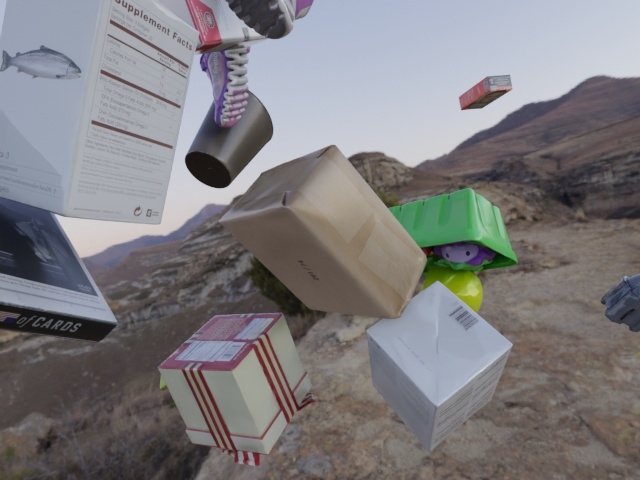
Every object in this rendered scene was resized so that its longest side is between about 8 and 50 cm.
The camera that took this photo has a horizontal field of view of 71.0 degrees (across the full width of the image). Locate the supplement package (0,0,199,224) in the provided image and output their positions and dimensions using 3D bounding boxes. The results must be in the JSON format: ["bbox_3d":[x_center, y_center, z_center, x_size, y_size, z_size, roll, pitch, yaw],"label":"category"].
[{"bbox_3d":[-0.190,-0.112,0.375,0.105,0.179,0.105,13,4,22],"label":"supplement package"}]

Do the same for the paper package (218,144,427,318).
[{"bbox_3d":[0.000,0.000,0.942,0.310,0.325,0.168,-7,42,54],"label":"paper package"}]

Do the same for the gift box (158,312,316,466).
[{"bbox_3d":[-0.174,0.340,1.040,0.277,0.257,0.255,-4,23,33],"label":"gift box"}]

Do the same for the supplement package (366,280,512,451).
[{"bbox_3d":[0.241,0.270,0.956,0.198,0.262,0.199,-31,51,-17],"label":"supplement package"}]

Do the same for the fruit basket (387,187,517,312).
[{"bbox_3d":[0.337,0.082,1.260,0.283,0.391,0.392,22,-22,-39],"label":"fruit basket"}]

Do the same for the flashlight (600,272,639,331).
[{"bbox_3d":[0.573,0.016,0.676,0.303,0.103,0.103,-63,-2,36],"label":"flashlight"}]

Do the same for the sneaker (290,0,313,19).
[{"bbox_3d":[-0.074,-0.621,0.959,0.161,0.281,0.102,-25,45,-33],"label":"sneaker"}]

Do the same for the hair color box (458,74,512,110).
[{"bbox_3d":[0.447,-0.401,1.225,0.072,0.043,0.141,-9,-3,-13],"label":"hair color box"}]

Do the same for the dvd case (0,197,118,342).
[{"bbox_3d":[-0.280,-0.024,0.351,0.029,0.238,0.179,-44,-26,2],"label":"dvd case"}]

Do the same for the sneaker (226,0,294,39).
[{"bbox_3d":[-0.118,-0.469,0.727,0.115,0.281,0.105,-41,13,-33],"label":"sneaker"}]

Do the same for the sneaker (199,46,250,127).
[{"bbox_3d":[-0.225,-0.382,1.029,0.105,0.236,0.095,13,21,12],"label":"sneaker"}]

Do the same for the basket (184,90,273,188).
[{"bbox_3d":[-0.242,-0.258,1.176,0.154,0.204,0.226,1,51,29],"label":"basket"}]

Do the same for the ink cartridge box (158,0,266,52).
[{"bbox_3d":[-0.194,-0.430,0.812,0.092,0.158,0.218,-5,22,34],"label":"ink cartridge box"}]

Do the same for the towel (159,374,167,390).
[{"bbox_3d":[-0.379,0.361,1.360,0.237,0.021,0.102,-29,32,4],"label":"towel"}]
